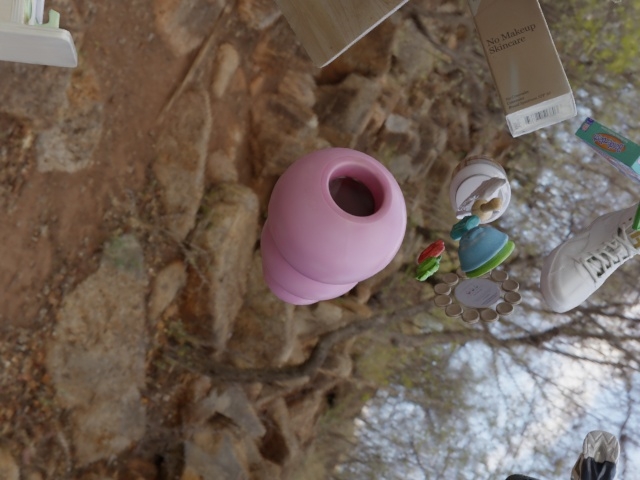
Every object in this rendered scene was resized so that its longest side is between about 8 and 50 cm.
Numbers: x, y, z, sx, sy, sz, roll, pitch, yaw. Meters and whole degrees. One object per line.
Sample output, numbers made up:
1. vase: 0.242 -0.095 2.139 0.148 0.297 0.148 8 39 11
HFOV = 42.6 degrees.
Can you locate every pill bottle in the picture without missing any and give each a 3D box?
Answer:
1. pill bottle: 0.319 -0.100 1.652 0.121 0.121 0.216 -59 178 17

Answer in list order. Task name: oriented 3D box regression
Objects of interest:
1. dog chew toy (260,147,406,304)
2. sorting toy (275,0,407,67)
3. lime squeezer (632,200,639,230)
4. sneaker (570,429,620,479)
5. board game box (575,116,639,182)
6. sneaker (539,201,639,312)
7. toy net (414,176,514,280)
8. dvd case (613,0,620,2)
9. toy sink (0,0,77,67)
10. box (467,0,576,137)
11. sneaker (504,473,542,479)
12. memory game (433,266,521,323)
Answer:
1. dog chew toy: 0.000 0.000 1.287 0.206 0.206 0.332 -66 -174 -32
2. sorting toy: 0.034 -0.500 1.517 0.255 0.257 0.089 -31 -178 39
3. lime squeezer: 0.526 -0.143 1.136 0.059 0.110 0.310 -29 166 -46
4. sneaker: 0.546 0.511 1.651 0.153 0.094 0.235 58 42 -57
5. board game box: 0.634 -0.160 1.669 0.047 0.210 0.160 -54 -139 11
6. sneaker: 0.537 0.014 1.519 0.292 0.108 0.169 -41 -177 -31
7. toy net: 0.193 -0.012 1.048 0.122 0.045 0.232 -36 -171 29
8. dvd case: 0.505 -0.572 1.538 0.018 0.221 0.164 -16 -126 47
9. toy sink: -0.485 -0.355 1.229 0.153 0.234 0.131 160 -66 -78
10. box: 0.428 -0.398 1.757 0.121 0.148 0.311 37 36 -63
11. sneaker: 0.493 0.629 1.877 0.136 0.314 0.116 -11 -131 53
12. memory game: 0.331 0.113 1.732 0.186 0.186 0.012 -71 159 -51
